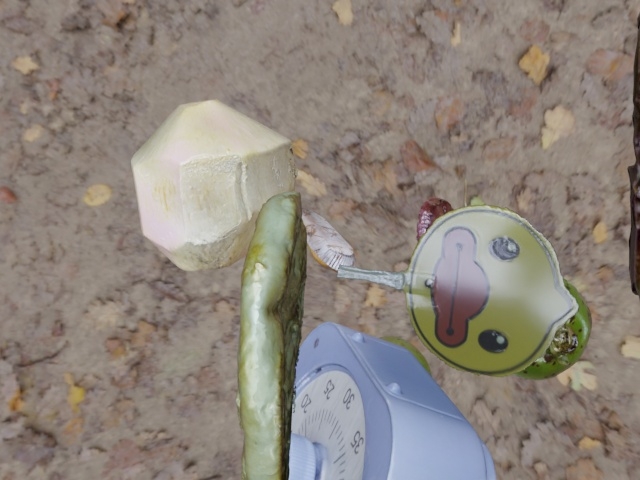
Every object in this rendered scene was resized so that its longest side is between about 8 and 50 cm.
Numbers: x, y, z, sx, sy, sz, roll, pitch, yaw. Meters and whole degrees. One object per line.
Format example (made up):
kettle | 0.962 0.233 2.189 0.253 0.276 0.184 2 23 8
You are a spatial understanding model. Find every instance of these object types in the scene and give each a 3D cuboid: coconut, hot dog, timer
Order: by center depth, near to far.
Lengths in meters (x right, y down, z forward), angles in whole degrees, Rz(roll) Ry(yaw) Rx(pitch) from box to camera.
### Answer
timer | 0.007 0.306 0.953 0.173 0.395 0.395 22 89 -20
hot dog | 0.000 0.000 1.626 0.059 0.108 0.191 -57 42 18
coconut | -0.219 -0.123 1.698 0.353 0.352 0.352 -1 84 11

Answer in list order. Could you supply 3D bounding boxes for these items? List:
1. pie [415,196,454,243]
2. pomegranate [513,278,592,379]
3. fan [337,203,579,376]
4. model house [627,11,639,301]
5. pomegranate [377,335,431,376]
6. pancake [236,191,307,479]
pie | 0.204 0.000 1.412 0.036 0.154 0.154 -3 83 33
pomegranate | 0.419 0.169 1.560 0.211 0.263 0.211 -2 101 -12
fan | 0.176 0.061 1.112 0.335 0.011 0.229 8 98 24
model house | 0.379 -0.031 0.493 0.297 0.282 0.317 4 91 -17
pomegranate | 0.142 0.272 1.554 0.211 0.179 0.179 20 88 -25
pancake | -0.034 0.080 0.637 0.037 0.253 0.253 3 85 3
